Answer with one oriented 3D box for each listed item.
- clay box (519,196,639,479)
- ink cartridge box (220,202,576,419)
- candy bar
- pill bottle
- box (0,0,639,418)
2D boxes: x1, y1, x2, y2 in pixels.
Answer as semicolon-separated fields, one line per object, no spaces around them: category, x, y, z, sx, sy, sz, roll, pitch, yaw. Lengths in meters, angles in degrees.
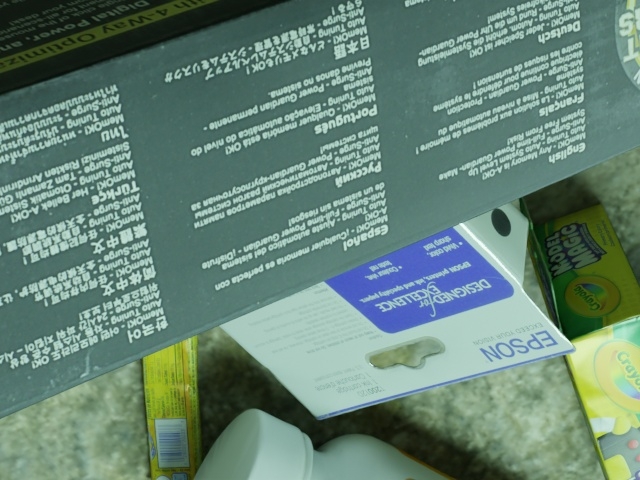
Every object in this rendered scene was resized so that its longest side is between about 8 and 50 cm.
clay box;0.167;0.080;0.824;0.053;0.127;0.222;-18;117;7
ink cartridge box;0.000;0.000;0.770;0.208;0.045;0.206;45;141;-21
candy bar;-0.089;0.087;0.882;0.040;0.018;0.161;0;118;1
pill bottle;0.043;0.198;0.876;0.245;0.136;0.136;30;113;-16
box;-0.029;-0.104;0.533;0.395;0.318;0.097;-23;120;-26
